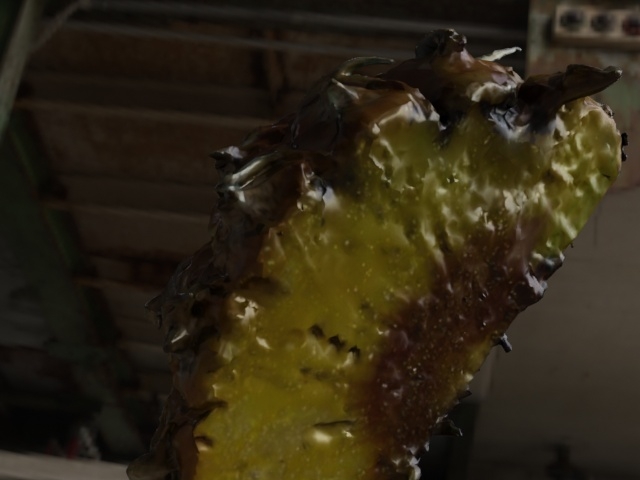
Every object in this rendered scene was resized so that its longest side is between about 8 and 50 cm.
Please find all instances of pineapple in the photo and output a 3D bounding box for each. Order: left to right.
[{"bbox_3d":[-0.003,-0.001,0.624,0.161,0.334,0.158,45,-8,-31],"label":"pineapple"}]
